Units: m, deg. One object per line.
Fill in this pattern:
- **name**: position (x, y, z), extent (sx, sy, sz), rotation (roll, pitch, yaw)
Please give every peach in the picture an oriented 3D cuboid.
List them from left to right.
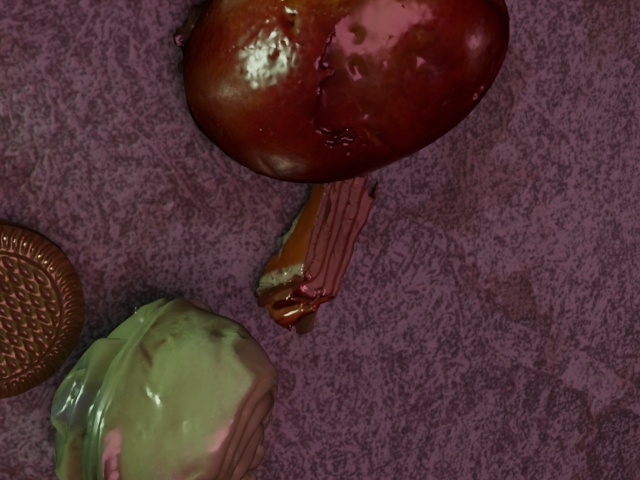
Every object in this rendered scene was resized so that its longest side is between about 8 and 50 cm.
- **peach**: position (0.019, -0.253, 1.440), extent (0.416, 0.353, 0.339), rotation (-28, 105, 23)

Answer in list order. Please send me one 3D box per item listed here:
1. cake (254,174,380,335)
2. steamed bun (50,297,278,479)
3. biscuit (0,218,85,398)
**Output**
- **cake**: position (-0.005, -0.004, 1.598), extent (0.098, 0.135, 0.287), rotation (34, 70, -20)
- **steamed bun**: position (-0.225, 0.246, 1.421), extent (0.247, 0.352, 0.339), rotation (9, 103, -32)
- **biscuit**: position (-0.440, 0.086, 1.449), extent (0.259, 0.079, 0.259), rotation (-6, 107, -20)
